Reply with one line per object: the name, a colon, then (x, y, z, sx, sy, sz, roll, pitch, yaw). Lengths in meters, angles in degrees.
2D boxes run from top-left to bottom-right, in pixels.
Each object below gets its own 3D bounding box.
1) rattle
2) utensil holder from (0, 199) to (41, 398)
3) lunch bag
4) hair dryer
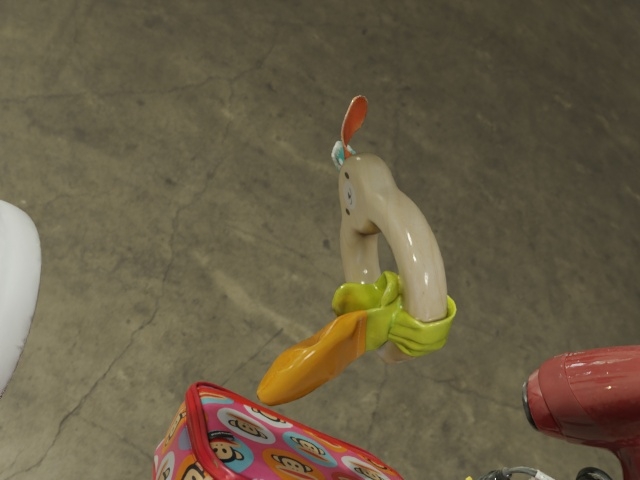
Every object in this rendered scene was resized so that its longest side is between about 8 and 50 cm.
rattle: (0.000, 0.000, 0.490, 0.143, 0.130, 0.199, -18, 78, -4)
utensil holder: (-0.522, 0.037, 0.627, 0.385, 0.328, 0.327, 32, 43, -44)
lunch bag: (-0.027, 0.264, 0.718, 0.293, 0.258, 0.120, 29, 90, -18)
hair dryer: (0.270, 0.189, 0.586, 0.224, 0.293, 0.080, 31, 32, 14)
